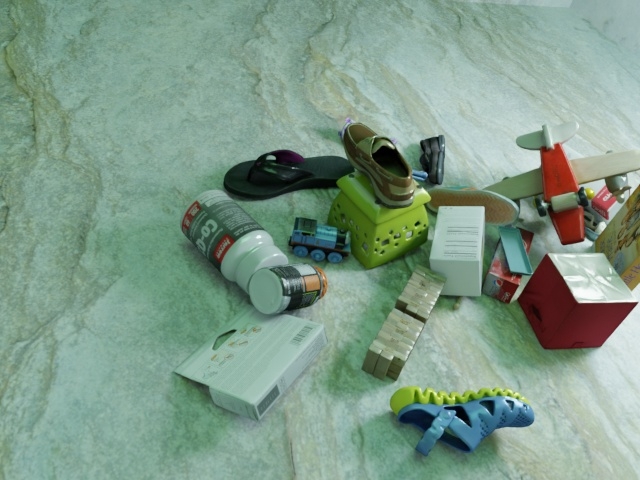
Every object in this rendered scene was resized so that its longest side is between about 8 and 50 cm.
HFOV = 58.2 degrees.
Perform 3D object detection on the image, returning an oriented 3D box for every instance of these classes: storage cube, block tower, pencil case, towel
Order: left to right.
[{"bbox_3d":[0.172,-0.366,2.064,0.206,0.088,0.086,28,46,15],"label":"pencil case"},{"bbox_3d":[0.233,-0.235,1.876,0.210,0.034,0.285,13,10,1],"label":"towel"},{"bbox_3d":[0.218,0.206,1.459,0.091,0.097,0.335,26,46,14],"label":"block tower"},{"bbox_3d":[0.683,0.162,1.549,0.215,0.193,0.183,1,44,-14],"label":"storage cube"}]

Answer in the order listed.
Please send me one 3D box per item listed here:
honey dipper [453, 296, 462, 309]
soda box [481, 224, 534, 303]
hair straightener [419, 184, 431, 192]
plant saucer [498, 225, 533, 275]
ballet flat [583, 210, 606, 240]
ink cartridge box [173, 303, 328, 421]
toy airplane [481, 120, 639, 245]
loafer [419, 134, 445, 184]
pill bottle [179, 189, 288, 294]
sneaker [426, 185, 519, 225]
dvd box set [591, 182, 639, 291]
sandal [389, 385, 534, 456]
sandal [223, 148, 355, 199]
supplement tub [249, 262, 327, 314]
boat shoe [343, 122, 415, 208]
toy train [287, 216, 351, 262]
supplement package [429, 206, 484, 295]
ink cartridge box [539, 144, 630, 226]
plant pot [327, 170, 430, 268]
[{"bbox_3d":[0.407,0.140,1.625,0.031,0.030,0.160,25,46,13],"label":"honey dipper"},{"bbox_3d":[0.556,0.062,1.704,0.092,0.083,0.263,24,44,13],"label":"soda box"},{"bbox_3d":[0.269,-0.118,1.863,0.089,0.047,0.230,31,50,23],"label":"hair straightener"},{"bbox_3d":[0.560,0.030,1.664,0.067,0.018,0.192,9,41,-4],"label":"plant saucer"},{"bbox_3d":[0.911,-0.049,1.929,0.188,0.070,0.070,38,48,24],"label":"ballet flat"},{"bbox_3d":[-0.156,0.268,1.324,0.239,0.060,0.275,9,35,34],"label":"ink cartridge box"},{"bbox_3d":[0.753,-0.179,1.818,0.384,0.272,0.386,-49,45,-7],"label":"toy airplane"},{"bbox_3d":[0.390,-0.282,2.036,0.095,0.109,0.302,1,34,14],"label":"loafer"},{"bbox_3d":[-0.226,0.006,1.507,0.161,0.161,0.283,-27,55,-35],"label":"pill bottle"},{"bbox_3d":[0.493,-0.121,1.821,0.302,0.108,0.121,17,22,36],"label":"sneaker"},{"bbox_3d":[0.916,-0.031,1.646,0.062,0.420,0.307,23,44,5],"label":"dvd box set"},{"bbox_3d":[0.315,0.402,1.261,0.318,0.126,0.138,-1,47,-4],"label":"sandal"},{"bbox_3d":[-0.097,-0.235,1.839,0.446,0.107,0.167,-11,48,-24],"label":"sandal"},{"bbox_3d":[-0.074,0.116,1.431,0.117,0.117,0.190,42,26,28],"label":"supplement tub"},{"bbox_3d":[0.166,-0.228,1.560,0.123,0.119,0.324,-18,52,-18],"label":"boat shoe"},{"bbox_3d":[0.000,0.000,1.613,0.184,0.105,0.080,11,43,-3],"label":"toy train"},{"bbox_3d":[0.394,0.027,1.637,0.134,0.139,0.244,1,40,18],"label":"supplement package"},{"bbox_3d":[0.904,-0.190,1.971,0.273,0.114,0.197,43,7,29],"label":"ink cartridge box"},{"bbox_3d":[0.173,-0.092,1.658,0.228,0.207,0.227,-23,53,-23],"label":"plant pot"}]
